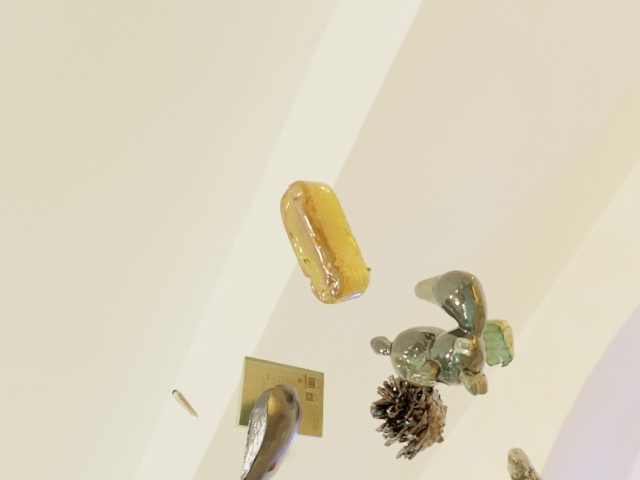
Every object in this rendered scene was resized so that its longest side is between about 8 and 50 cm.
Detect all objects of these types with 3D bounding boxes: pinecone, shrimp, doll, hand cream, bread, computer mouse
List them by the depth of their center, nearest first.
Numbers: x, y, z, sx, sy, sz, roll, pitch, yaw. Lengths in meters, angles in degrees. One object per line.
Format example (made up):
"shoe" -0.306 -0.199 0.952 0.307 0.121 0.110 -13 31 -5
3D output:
"bread" 0.000 0.000 1.067 0.095 0.245 0.102 -6 -24 -42
"shrimp" 0.481 0.555 1.343 0.059 0.145 0.254 -35 -16 7
"hand cream" -0.346 0.414 1.485 0.022 0.102 0.035 -52 -40 -8
"computer mouse" -0.123 0.539 1.602 0.168 0.087 0.295 13 -91 -58
"doll" 0.364 0.289 1.802 0.252 0.383 0.378 27 -106 -37
"bread" 0.582 0.324 1.909 0.110 0.103 0.156 -26 -74 -56
"pinecone" 0.302 0.598 2.011 0.242 0.298 0.295 -23 -79 33

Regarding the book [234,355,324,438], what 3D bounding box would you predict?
"book" -0.113 0.474 1.760 0.283 0.214 0.025 19 -34 -24
